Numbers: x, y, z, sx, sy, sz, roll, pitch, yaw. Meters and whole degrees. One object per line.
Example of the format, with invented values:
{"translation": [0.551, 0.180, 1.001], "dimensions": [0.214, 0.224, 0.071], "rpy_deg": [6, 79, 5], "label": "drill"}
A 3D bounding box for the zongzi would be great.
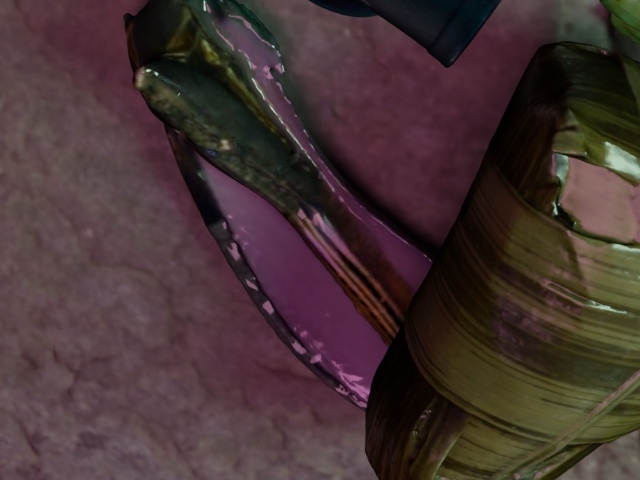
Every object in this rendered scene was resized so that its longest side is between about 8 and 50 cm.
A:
{"translation": [0.193, 0.057, 0.964], "dimensions": [0.288, 0.134, 0.286], "rpy_deg": [16, 126, -15], "label": "zongzi"}

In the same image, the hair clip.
{"translation": [-0.002, 0.001, 1.037], "dimensions": [0.110, 0.095, 0.358], "rpy_deg": [-41, 115, -2], "label": "hair clip"}

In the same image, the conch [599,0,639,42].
{"translation": [0.194, -0.120, 0.887], "dimensions": [0.170, 0.079, 0.105], "rpy_deg": [11, 121, 30], "label": "conch"}

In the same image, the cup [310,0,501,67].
{"translation": [0.003, -0.256, 0.795], "dimensions": [0.292, 0.308, 0.242], "rpy_deg": [33, 93, -2], "label": "cup"}
